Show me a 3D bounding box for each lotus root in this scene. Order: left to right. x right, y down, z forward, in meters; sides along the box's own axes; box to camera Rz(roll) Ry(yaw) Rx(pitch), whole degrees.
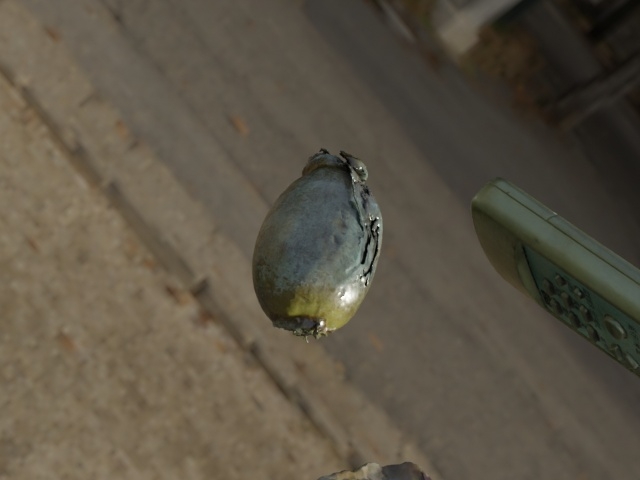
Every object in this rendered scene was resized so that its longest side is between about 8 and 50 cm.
[{"bbox_3d":[0.001,-0.001,1.270,0.088,0.088,0.165,44,46,-35],"label":"lotus root"}]

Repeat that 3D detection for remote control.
[{"bbox_3d":[0.187,0.043,1.124,0.233,0.038,0.098,37,-15,38],"label":"remote control"}]

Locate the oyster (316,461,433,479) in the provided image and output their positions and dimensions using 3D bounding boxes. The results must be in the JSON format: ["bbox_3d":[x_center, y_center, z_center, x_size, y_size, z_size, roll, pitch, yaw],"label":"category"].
[{"bbox_3d":[-0.046,0.326,1.521,0.396,0.204,0.111,-15,33,-38],"label":"oyster"}]
